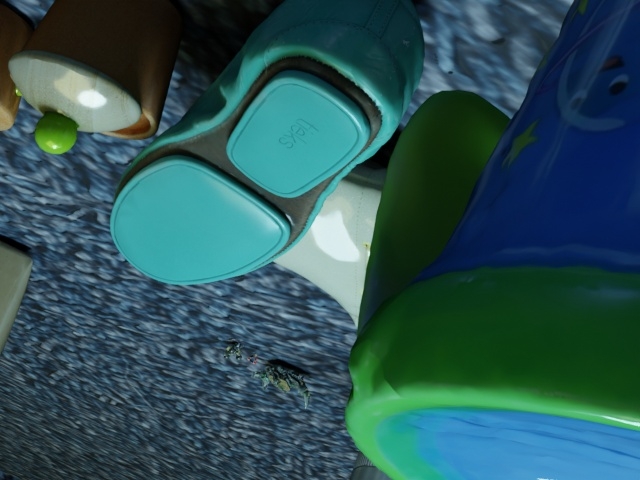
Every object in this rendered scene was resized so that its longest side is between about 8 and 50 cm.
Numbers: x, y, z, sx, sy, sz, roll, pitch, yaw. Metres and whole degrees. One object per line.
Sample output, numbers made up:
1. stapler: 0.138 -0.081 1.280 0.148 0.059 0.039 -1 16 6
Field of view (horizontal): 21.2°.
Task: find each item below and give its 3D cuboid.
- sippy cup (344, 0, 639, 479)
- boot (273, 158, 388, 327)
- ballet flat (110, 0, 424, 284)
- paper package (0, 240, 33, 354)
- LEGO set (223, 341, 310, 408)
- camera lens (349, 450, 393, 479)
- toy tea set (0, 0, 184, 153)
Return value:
1. sippy cup: 0.152 -0.013 0.474 0.305 0.224 0.240 16 163 16
2. boot: 0.000 0.000 0.941 0.165 0.077 0.213 20 158 2
3. ballet flat: -0.020 -0.049 0.780 0.083 0.087 0.247 38 150 -10
4. paper package: -0.431 0.107 1.346 0.309 0.324 0.168 26 162 -14
5. LEGO set: -0.040 0.106 1.408 0.083 0.023 0.054 45 152 -24
6. camera lens: 0.108 0.255 1.247 0.219 0.274 0.219 19 163 6
7. toy tea set: -0.227 -0.087 0.856 0.336 0.124 0.200 4 156 45
